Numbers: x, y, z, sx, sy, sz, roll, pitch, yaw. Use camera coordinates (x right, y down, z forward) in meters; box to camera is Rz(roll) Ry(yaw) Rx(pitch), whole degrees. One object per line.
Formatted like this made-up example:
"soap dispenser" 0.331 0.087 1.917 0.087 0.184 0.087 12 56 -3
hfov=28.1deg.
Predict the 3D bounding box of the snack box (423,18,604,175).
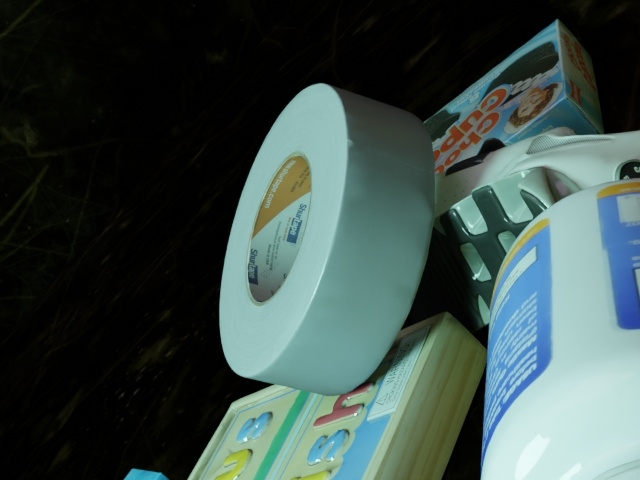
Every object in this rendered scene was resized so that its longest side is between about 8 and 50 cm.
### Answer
"snack box" 0.108 -0.053 1.160 0.322 0.060 0.187 -37 19 24

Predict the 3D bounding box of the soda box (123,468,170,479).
"soda box" -0.181 0.287 1.030 0.210 0.067 0.071 -53 18 -23

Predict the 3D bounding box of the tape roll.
"tape roll" 0.000 0.000 0.931 0.219 0.072 0.219 -48 33 47

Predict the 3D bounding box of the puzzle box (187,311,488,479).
"puzzle box" -0.054 0.241 0.866 0.272 0.052 0.409 -29 23 44

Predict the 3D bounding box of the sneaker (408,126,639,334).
"sneaker" 0.141 -0.011 0.929 0.146 0.122 0.330 -32 10 -23

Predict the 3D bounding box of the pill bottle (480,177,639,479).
"pill bottle" 0.145 0.086 0.544 0.152 0.152 0.272 -38 13 22
